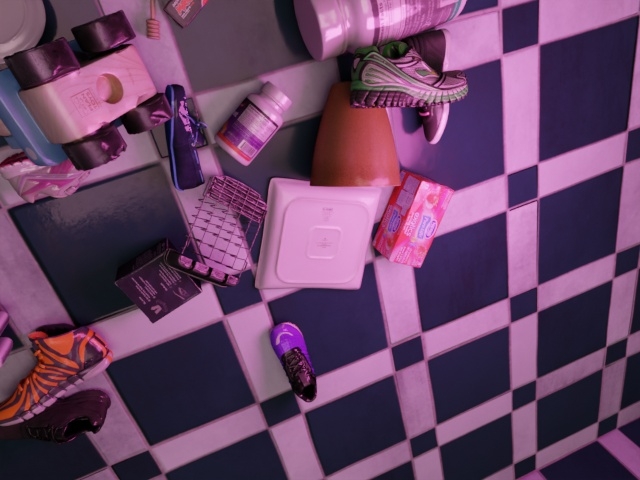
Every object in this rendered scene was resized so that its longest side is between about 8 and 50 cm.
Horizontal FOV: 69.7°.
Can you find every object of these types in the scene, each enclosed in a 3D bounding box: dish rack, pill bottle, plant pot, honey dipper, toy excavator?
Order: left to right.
[{"bbox_3d":[-0.601,-0.253,0.935,0.433,0.444,0.223,-53,134,-39],"label":"toy excavator"},{"bbox_3d":[-0.364,-0.523,0.995,0.030,0.030,0.161,-2,110,-19],"label":"honey dipper"},{"bbox_3d":[-0.260,-0.025,1.201,0.208,0.074,0.272,29,76,-41],"label":"dish rack"},{"bbox_3d":[-0.161,-0.289,1.128,0.108,0.108,0.193,38,96,-30],"label":"pill bottle"},{"bbox_3d":[0.090,-0.267,1.179,0.236,0.237,0.255,-3,100,-19],"label":"plant pot"},{"bbox_3d":[0.134,-0.557,1.057,0.360,0.204,0.204,-23,119,-9],"label":"pill bottle"}]

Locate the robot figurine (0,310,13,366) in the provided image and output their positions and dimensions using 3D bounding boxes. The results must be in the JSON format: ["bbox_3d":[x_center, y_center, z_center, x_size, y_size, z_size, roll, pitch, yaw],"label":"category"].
[{"bbox_3d":[-0.916,0.241,1.041,0.353,0.200,0.300,-3,104,-19],"label":"robot figurine"}]

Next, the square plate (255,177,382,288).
[{"bbox_3d":[0.000,0.000,1.352,0.346,0.049,0.344,2,113,-21],"label":"square plate"}]

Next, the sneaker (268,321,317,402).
[{"bbox_3d":[-0.069,0.394,1.449,0.102,0.146,0.294,-24,120,-8],"label":"sneaker"}]

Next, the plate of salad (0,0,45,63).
[{"bbox_3d":[-0.644,-0.439,0.901,0.199,0.048,0.200,1,87,-12],"label":"plate of salad"}]

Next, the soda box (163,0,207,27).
[{"bbox_3d":[-0.267,-0.548,1.002,0.060,0.053,0.169,38,97,-29],"label":"soda box"}]

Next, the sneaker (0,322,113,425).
[{"bbox_3d":[-0.735,0.330,1.207,0.321,0.124,0.180,-34,117,-15],"label":"sneaker"}]

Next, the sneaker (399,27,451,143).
[{"bbox_3d":[0.261,-0.407,1.236,0.146,0.104,0.296,-7,110,-15],"label":"sneaker"}]

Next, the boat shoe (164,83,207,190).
[{"bbox_3d":[-0.323,-0.248,1.106,0.088,0.109,0.258,-11,133,-23],"label":"boat shoe"}]

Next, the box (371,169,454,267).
[{"bbox_3d":[0.271,-0.064,1.375,0.122,0.128,0.257,13,108,-24],"label":"box"}]

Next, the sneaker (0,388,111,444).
[{"bbox_3d":[-0.737,0.500,1.266,0.286,0.130,0.109,-11,118,-14],"label":"sneaker"}]

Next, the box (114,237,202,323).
[{"bbox_3d":[-0.426,0.105,1.219,0.158,0.093,0.156,-33,119,-5],"label":"box"}]

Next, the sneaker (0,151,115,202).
[{"bbox_3d":[-0.580,-0.160,1.047,0.252,0.103,0.111,-16,122,-6],"label":"sneaker"}]

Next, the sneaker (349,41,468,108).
[{"bbox_3d":[0.220,-0.386,1.071,0.343,0.134,0.147,-11,107,-34],"label":"sneaker"}]
